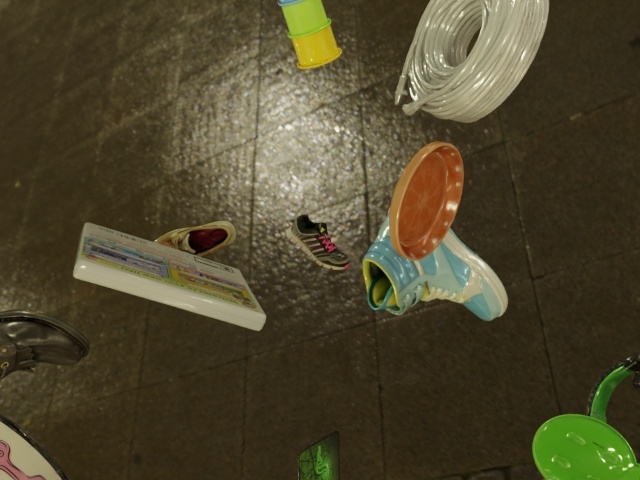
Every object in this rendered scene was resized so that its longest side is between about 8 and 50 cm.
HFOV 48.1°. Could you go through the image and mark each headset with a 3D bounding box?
[{"bbox_3d":[0.709,0.334,1.478,0.394,0.185,0.243,-33,41,46],"label":"headset"}]

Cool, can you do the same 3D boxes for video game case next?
[{"bbox_3d":[-0.183,0.040,0.858,0.023,0.213,0.193,-68,20,7],"label":"video game case"}]

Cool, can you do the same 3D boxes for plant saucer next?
[{"bbox_3d":[0.071,-0.027,0.491,0.013,0.083,0.083,23,79,35],"label":"plant saucer"}]

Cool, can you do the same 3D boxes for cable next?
[{"bbox_3d":[0.235,-0.307,1.104,0.257,0.089,0.256,13,87,62],"label":"cable"}]

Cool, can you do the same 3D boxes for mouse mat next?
[{"bbox_3d":[-0.001,0.553,1.672,0.007,0.153,0.189,8,104,38],"label":"mouse mat"}]

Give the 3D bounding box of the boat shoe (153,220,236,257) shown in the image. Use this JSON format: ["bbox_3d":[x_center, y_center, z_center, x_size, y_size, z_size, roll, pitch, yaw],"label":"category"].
[{"bbox_3d":[-0.189,0.003,1.032,0.136,0.045,0.050,-21,94,0],"label":"boat shoe"}]

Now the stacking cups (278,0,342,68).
[{"bbox_3d":[-0.045,-0.488,1.349,0.096,0.316,0.096,-14,30,8],"label":"stacking cups"}]

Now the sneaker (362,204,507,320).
[{"bbox_3d":[0.200,0.091,1.344,0.208,0.319,0.127,-53,17,-21],"label":"sneaker"}]

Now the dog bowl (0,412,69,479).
[{"bbox_3d":[-0.647,0.434,1.260,0.408,0.407,0.150,-10,31,32],"label":"dog bowl"}]

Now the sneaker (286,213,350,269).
[{"bbox_3d":[0.000,0.000,1.622,0.170,0.063,0.074,36,125,19],"label":"sneaker"}]

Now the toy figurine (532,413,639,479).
[{"bbox_3d":[0.360,0.345,0.967,0.173,0.159,0.130,26,48,30],"label":"toy figurine"}]

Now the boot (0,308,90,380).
[{"bbox_3d":[-0.405,0.191,0.819,0.091,0.263,0.228,-47,40,45],"label":"boot"}]
